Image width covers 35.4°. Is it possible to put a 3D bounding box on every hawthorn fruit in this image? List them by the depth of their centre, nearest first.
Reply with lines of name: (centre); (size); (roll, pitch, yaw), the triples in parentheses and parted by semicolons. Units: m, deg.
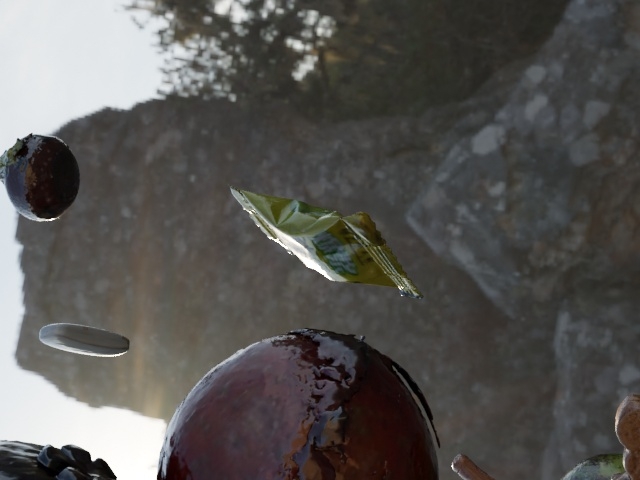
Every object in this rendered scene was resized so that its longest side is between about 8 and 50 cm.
hawthorn fruit: (-0.028, 0.244, 1.030); (0.316, 0.316, 0.315); (9, -90, -88)

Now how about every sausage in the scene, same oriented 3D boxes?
sausage: (0.296, 0.426, 1.731); (0.036, 0.158, 0.042); (-52, -9, -18)

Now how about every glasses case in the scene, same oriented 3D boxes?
glasses case: (-0.402, 0.171, 1.716); (0.164, 0.063, 0.041); (18, -117, -43)

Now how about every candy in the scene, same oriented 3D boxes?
candy: (0.000, 0.000, 1.458); (0.187, 0.297, 0.081); (48, -114, -38)

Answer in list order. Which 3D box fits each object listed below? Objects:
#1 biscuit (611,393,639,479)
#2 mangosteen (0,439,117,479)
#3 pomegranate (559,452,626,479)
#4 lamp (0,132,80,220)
biscuit: (0.501, 0.282, 1.189); (0.283, 0.306, 0.043); (63, -150, -17)
mangosteen: (-0.349, 0.424, 1.047); (0.435, 0.382, 0.382); (-60, -3, -1)
pomegranate: (0.476, 0.429, 1.536); (0.276, 0.222, 0.203); (55, -150, -76)
lamp: (-0.508, -0.113, 1.794); (0.156, 0.135, 0.157); (-19, -75, -69)
